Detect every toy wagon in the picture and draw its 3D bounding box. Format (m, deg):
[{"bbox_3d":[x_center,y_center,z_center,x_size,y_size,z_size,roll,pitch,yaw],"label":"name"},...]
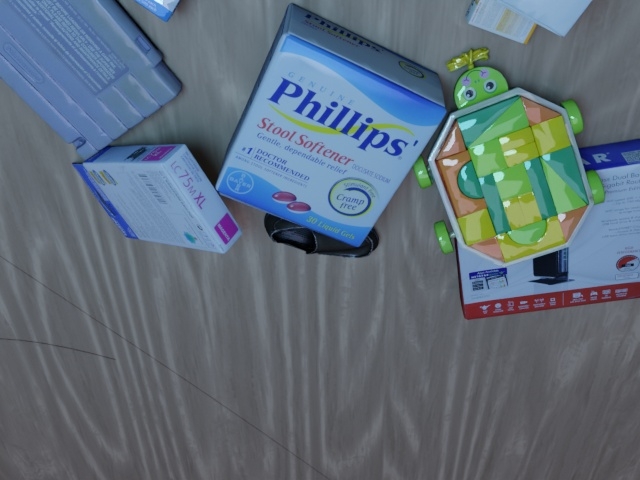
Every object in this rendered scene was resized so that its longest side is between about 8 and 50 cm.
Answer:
[{"bbox_3d":[0.282,-0.132,1.027,0.267,0.068,0.344,-19,102,11],"label":"toy wagon"}]

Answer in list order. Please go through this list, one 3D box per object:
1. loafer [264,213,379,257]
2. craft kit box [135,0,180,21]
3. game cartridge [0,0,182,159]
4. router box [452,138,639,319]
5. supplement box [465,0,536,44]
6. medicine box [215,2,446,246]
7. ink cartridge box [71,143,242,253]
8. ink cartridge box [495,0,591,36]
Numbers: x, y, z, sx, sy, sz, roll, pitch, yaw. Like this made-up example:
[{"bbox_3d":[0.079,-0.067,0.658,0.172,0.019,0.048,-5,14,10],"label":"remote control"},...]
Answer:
[{"bbox_3d":[0.000,0.000,1.206,0.220,0.078,0.080,9,127,-4],"label":"loafer"},{"bbox_3d":[-0.246,-0.468,0.854,0.250,0.061,0.246,32,111,-19],"label":"craft kit box"},{"bbox_3d":[-0.411,-0.316,1.006,0.230,0.068,0.355,-30,120,18],"label":"game cartridge"},{"bbox_3d":[0.411,-0.009,1.177,0.335,0.082,0.301,-9,126,9],"label":"router box"},{"bbox_3d":[0.275,-0.341,0.965,0.098,0.036,0.062,17,126,-10],"label":"supplement box"},{"bbox_3d":[0.010,-0.175,1.033,0.263,0.149,0.289,22,126,-13],"label":"medicine box"},{"bbox_3d":[-0.288,-0.075,1.112,0.311,0.065,0.186,4,135,43],"label":"ink cartridge box"},{"bbox_3d":[0.321,-0.424,0.798,0.117,0.201,0.278,24,124,-14],"label":"ink cartridge box"}]
